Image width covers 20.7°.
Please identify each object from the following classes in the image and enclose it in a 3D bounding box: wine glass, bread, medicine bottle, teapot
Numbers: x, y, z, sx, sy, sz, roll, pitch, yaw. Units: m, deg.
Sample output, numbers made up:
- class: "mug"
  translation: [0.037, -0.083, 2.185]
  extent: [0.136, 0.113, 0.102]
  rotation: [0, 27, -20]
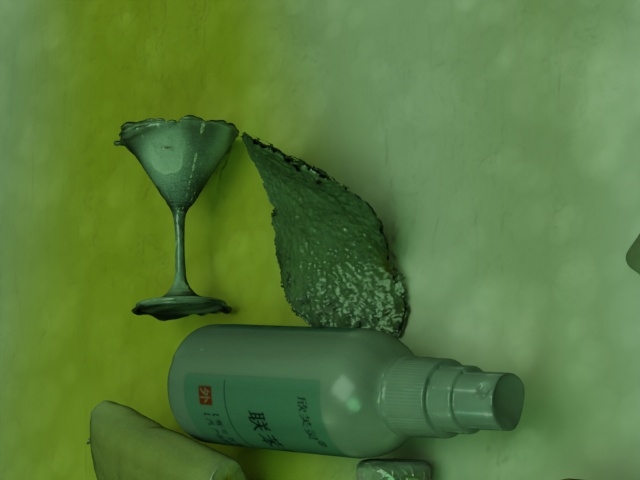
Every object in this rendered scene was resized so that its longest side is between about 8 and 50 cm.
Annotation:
- class: "wine glass"
  translation: [-0.132, -0.019, 1.678]
  extent: [0.122, 0.122, 0.183]
  rotation: [-10, 78, 36]
- class: "bread"
  translation: [-0.137, 0.230, 1.603]
  extent: [0.178, 0.060, 0.140]
  rotation: [19, 133, 42]
- class: "medicine bottle"
  translation: [0.022, 0.129, 1.487]
  extent: [0.351, 0.110, 0.110]
  rotation: [-1, 77, 44]
- class: "teapot"
  translation: [0.064, 0.217, 1.475]
  extent: [0.083, 0.064, 0.064]
  rotation: [167, 104, -75]

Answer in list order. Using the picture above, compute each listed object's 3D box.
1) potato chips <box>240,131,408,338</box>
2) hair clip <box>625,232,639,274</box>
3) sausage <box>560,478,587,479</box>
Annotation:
- class: "potato chips"
  translation: [-0.005, 0.004, 1.581]
  extent: [0.167, 0.059, 0.228]
  rotation: [-9, 103, 52]
- class: "hair clip"
  translation: [0.341, 0.011, 1.281]
  extent: [0.282, 0.113, 0.173]
  rotation: [-30, 60, 30]
- class: "sausage"
  translation: [0.177, 0.300, 1.329]
  extent: [0.136, 0.120, 0.241]
  rotation: [37, 102, 54]
